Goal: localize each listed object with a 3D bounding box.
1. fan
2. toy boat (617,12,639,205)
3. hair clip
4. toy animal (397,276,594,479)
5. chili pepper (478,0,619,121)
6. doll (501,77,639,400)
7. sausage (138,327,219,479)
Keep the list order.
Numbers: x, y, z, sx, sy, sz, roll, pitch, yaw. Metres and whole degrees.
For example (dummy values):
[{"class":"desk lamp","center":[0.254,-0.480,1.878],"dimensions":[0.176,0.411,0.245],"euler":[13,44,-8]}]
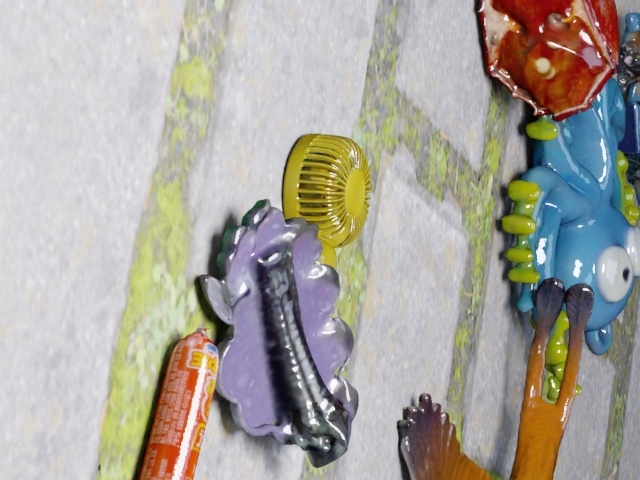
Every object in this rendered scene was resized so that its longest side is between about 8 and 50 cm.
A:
[{"class":"fan","center":[0.000,0.000,1.280],"dimensions":[0.082,0.039,0.155],"euler":[44,55,-60]},{"class":"toy boat","center":[0.363,-0.145,2.042],"dimensions":[0.097,0.100,0.223],"euler":[-13,101,-29]},{"class":"hair clip","center":[-0.020,0.067,1.198],"dimensions":[0.124,0.052,0.195],"euler":[-39,122,-42]},{"class":"toy animal","center":[0.174,0.227,1.635],"dimensions":[0.284,0.225,0.302],"euler":[-68,169,-61]},{"class":"chili pepper","center":[0.222,-0.236,1.697],"dimensions":[0.136,0.144,0.252],"euler":[-57,-174,36]},{"class":"doll","center":[0.272,-0.045,1.817],"dimensions":[0.346,0.099,0.341],"euler":[-43,132,-57]},{"class":"sausage","center":[-0.085,0.112,1.106],"dimensions":[0.034,0.034,0.129],"euler":[50,48,-57]}]
